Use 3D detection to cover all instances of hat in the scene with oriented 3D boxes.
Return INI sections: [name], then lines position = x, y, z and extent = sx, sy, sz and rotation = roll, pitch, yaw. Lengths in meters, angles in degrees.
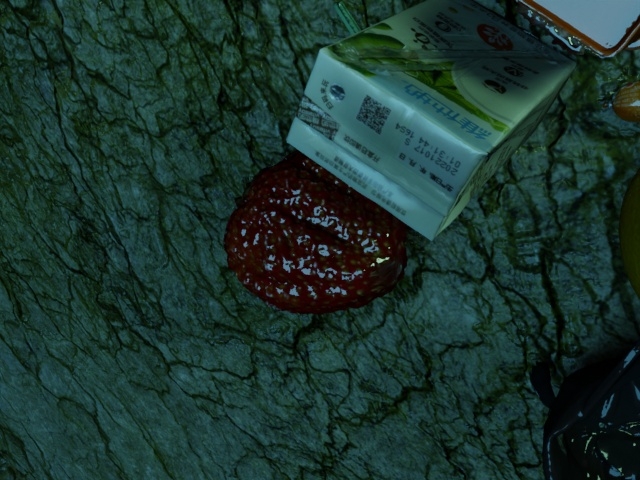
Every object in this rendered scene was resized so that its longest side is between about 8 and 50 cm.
[hat]
position = 0.425, 0.216, 0.898
extent = 0.238, 0.209, 0.336
rotation = 19, 107, -2

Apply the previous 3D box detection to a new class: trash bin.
[trash bin]
position = 0.279, -0.282, 0.648
extent = 0.184, 0.239, 0.161
rotation = 39, 128, 10

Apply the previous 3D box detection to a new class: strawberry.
[strawberry]
position = 0.000, 0.000, 0.961
extent = 0.288, 0.239, 0.250
rotation = 34, 142, 43

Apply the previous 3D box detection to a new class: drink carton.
[drink carton]
position = 0.139, -0.158, 0.748
extent = 0.194, 0.324, 0.132
rotation = 36, 132, 13

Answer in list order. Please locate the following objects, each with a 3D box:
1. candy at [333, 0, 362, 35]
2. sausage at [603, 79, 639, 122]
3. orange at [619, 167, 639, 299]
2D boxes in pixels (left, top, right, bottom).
[candy]
position = 0.108, -0.191, 0.919
extent = 0.092, 0.093, 0.335
rotation = -31, 87, -4
[sausage]
position = 0.489, -0.162, 0.702
extent = 0.348, 0.053, 0.053
rotation = 1, 115, 31
[orange]
position = 0.450, -0.003, 0.677
extent = 0.274, 0.274, 0.274
rotation = 14, 121, 25
